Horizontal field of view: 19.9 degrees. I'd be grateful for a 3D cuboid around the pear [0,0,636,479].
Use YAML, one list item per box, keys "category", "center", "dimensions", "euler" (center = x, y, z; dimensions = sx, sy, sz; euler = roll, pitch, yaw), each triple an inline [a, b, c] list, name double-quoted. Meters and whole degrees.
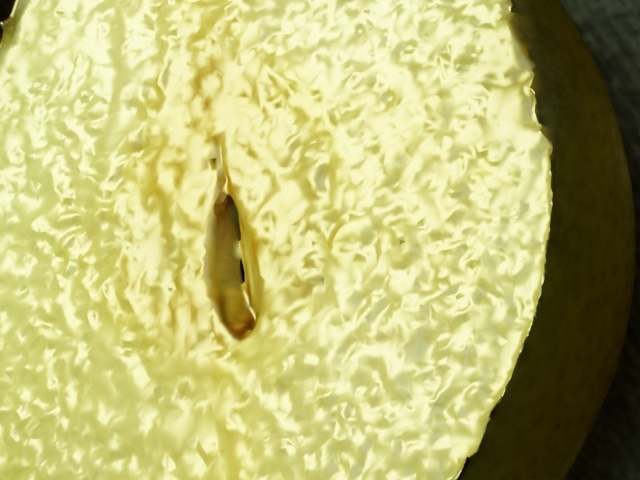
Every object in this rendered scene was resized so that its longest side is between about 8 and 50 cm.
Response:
- category: "pear"
  center: [0.000, 0.000, 0.867]
  dimensions: [0.340, 0.191, 0.386]
  euler: [-12, 73, 33]
